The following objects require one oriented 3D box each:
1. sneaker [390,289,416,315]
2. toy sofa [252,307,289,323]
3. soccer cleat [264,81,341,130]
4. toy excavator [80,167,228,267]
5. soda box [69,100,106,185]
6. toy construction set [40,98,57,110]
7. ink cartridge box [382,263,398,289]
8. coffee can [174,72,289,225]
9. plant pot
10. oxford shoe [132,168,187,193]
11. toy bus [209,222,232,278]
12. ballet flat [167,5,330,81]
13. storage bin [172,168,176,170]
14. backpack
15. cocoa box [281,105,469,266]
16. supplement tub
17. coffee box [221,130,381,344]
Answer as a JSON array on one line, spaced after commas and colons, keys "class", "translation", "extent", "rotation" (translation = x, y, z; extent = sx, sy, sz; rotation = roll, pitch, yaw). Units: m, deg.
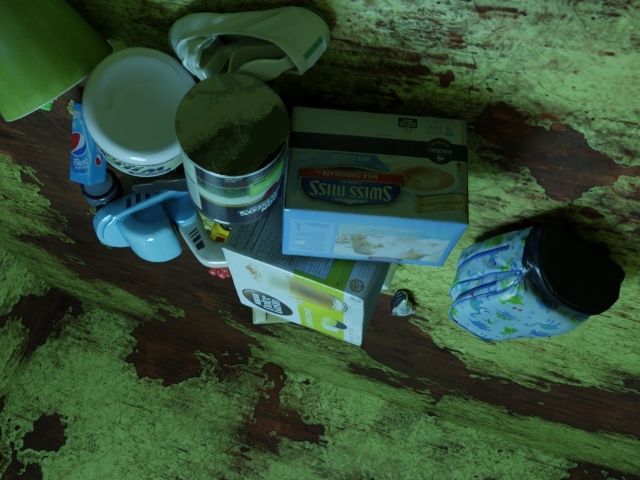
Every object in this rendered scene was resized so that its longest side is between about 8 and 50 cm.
[{"class": "sneaker", "translation": [0.270, 0.201, 2.285], "extent": [0.075, 0.057, 0.161], "rotation": [7, 156, -4]}, {"class": "toy sofa", "translation": [-0.180, 0.151, 2.496], "extent": [0.150, 0.177, 0.362], "rotation": [-4, 155, -1]}, {"class": "soccer cleat", "translation": [-0.090, -0.273, 1.518], "extent": [0.289, 0.093, 0.121], "rotation": [21, 159, 4]}, {"class": "toy excavator", "translation": [-0.389, -0.035, 2.011], "extent": [0.445, 0.432, 0.222], "rotation": [60, 169, 23]}, {"class": "soda box", "translation": [-0.605, -0.257, 1.891], "extent": [0.067, 0.210, 0.071], "rotation": [15, -160, 16]}, {"class": "toy construction set", "translation": [-0.779, -0.412, 1.771], "extent": [0.327, 0.151, 0.215], "rotation": [25, -177, 15]}, {"class": "ink cartridge box", "translation": [0.090, 0.052, 2.062], "extent": [0.158, 0.092, 0.218], "rotation": [-6, 142, 48]}, {"class": "coffee can", "translation": [-0.168, -0.165, 1.386], "extent": [0.201, 0.202, 0.275], "rotation": [22, 162, 1]}, {"class": "plant pot", "translation": [-0.627, -0.445, 1.475], "extent": [0.274, 0.275, 0.294], "rotation": [-1, 131, 43]}, {"class": "oxford shoe", "translation": [-0.395, -0.173, 1.925], "extent": [0.212, 0.076, 0.076], "rotation": [-1, 156, -2]}, {"class": "toy bus", "translation": [-0.236, 0.029, 2.161], "extent": [0.220, 0.212, 0.149], "rotation": [15, 154, 14]}, {"class": "ballet flat", "translation": [-0.166, -0.356, 1.358], "extent": [0.400, 0.139, 0.139], "rotation": [5, 152, 36]}, {"class": "storage bin", "translation": [-0.425, -0.269, 1.844], "extent": [0.122, 0.084, 0.180], "rotation": [16, 157, 14]}, {"class": "backpack", "translation": [0.461, 0.104, 1.682], "extent": [0.290, 0.273, 0.355], "rotation": [28, 170, -28]}, {"class": "cocoa box", "translation": [0.100, -0.099, 1.434], "extent": [0.347, 0.228, 0.231], "rotation": [5, 157, -2]}, {"class": "supplement tub", "translation": [-0.383, -0.264, 1.565], "extent": [0.235, 0.235, 0.325], "rotation": [27, 173, -11]}, {"class": "coffee box", "translation": [0.000, 0.000, 1.713], "extent": [0.334, 0.338, 0.338], "rotation": [19, 156, 10]}]
